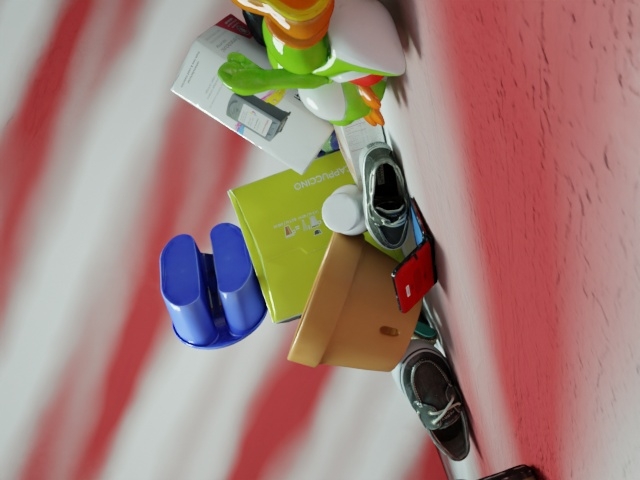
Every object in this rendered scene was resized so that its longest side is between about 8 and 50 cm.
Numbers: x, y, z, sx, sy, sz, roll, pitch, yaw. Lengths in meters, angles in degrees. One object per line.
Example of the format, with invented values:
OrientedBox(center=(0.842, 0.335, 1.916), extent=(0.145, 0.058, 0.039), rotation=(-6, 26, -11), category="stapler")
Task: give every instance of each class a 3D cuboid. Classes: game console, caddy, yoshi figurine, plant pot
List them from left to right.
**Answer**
OrientedBox(center=(-0.262, 0.115, 1.466), extent=(0.341, 0.241, 0.179), rotation=(-111, 8, -50), category="caddy")
OrientedBox(center=(-0.014, -0.247, 0.677), extent=(0.362, 0.203, 0.203), rotation=(54, -149, -78), category="yoshi figurine")
OrientedBox(center=(0.077, 0.134, 1.183), extent=(0.291, 0.203, 0.291), rotation=(-159, 90, -89), category="plant pot")
OrientedBox(center=(0.140, 0.027, 0.953), extent=(0.085, 0.124, 0.144), rotation=(39, 164, 31), category="game console")

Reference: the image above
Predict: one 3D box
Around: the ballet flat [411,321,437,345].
OrientedBox(center=(0.164, 0.193, 1.324), extent=(0.206, 0.073, 0.067), rotation=(30, 122, 35), category="ballet flat")

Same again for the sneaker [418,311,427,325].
OrientedBox(center=(0.203, 0.195, 1.481), extent=(0.296, 0.104, 0.147), rotation=(122, 130, -84), category="sneaker")

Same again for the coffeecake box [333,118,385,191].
OrientedBox(center=(0.060, -0.204, 1.030), extent=(0.186, 0.068, 0.142), rotation=(69, -179, -45), category="coffeecake box")

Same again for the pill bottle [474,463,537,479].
OrientedBox(center=(0.258, 0.413, 0.753), extent=(0.123, 0.122, 0.219), rotation=(68, -178, -64), category="pill bottle")

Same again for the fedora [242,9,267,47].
OrientedBox(center=(-0.092, -0.496, 1.172), extent=(0.334, 0.152, 0.334), rotation=(-21, -90, -89), category="fedora")

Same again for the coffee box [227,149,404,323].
OrientedBox(center=(0.000, 0.000, 1.506), extent=(0.334, 0.337, 0.338), rotation=(70, 180, -82), category="coffee box")

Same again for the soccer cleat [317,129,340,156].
OrientedBox(center=(0.021, -0.250, 1.489), extent=(0.289, 0.121, 0.094), rotation=(-9, -102, -89), category="soccer cleat")

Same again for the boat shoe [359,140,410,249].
OrientedBox(center=(0.110, -0.057, 0.989), extent=(0.070, 0.077, 0.219), rotation=(-108, -1, -50), category="boat shoe")

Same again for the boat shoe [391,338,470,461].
OrientedBox(center=(0.258, 0.345, 1.265), extent=(0.335, 0.121, 0.119), rotation=(59, 176, -33), category="boat shoe")

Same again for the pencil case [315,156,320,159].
OrientedBox(center=(0.025, -0.252, 1.755), extent=(0.133, 0.119, 0.306), rotation=(-115, 3, -45), category="pencil case")

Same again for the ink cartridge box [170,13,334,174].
OrientedBox(center=(-0.114, -0.303, 1.208), extent=(0.306, 0.131, 0.226), rotation=(31, -148, -9), category="ink cartridge box")

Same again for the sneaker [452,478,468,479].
OrientedBox(center=(0.264, 0.446, 0.934), extent=(0.262, 0.104, 0.125), rotation=(52, -156, -22), category="sneaker")

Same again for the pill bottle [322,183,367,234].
OrientedBox(center=(0.069, -0.060, 1.111), extent=(0.169, 0.094, 0.094), rotation=(-18, -93, -63), category="pill bottle")
